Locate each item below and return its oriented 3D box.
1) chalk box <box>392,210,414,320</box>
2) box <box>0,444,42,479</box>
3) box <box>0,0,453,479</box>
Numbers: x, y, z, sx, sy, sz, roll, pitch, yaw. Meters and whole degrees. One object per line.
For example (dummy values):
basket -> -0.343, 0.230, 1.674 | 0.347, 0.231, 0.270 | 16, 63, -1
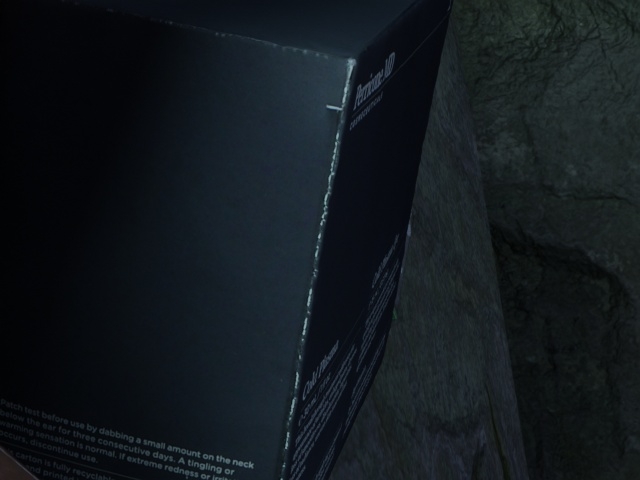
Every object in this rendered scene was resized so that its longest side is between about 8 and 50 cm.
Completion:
chalk box -> 0.000, 0.000, 1.168 | 0.213, 0.132, 0.132 | -74, 150, -52
box -> -0.182, 0.148, 0.421 | 0.381, 0.191, 0.143 | 59, 27, -48
box -> -0.050, -0.014, 0.770 | 0.343, 0.178, 0.313 | -53, 156, -67
